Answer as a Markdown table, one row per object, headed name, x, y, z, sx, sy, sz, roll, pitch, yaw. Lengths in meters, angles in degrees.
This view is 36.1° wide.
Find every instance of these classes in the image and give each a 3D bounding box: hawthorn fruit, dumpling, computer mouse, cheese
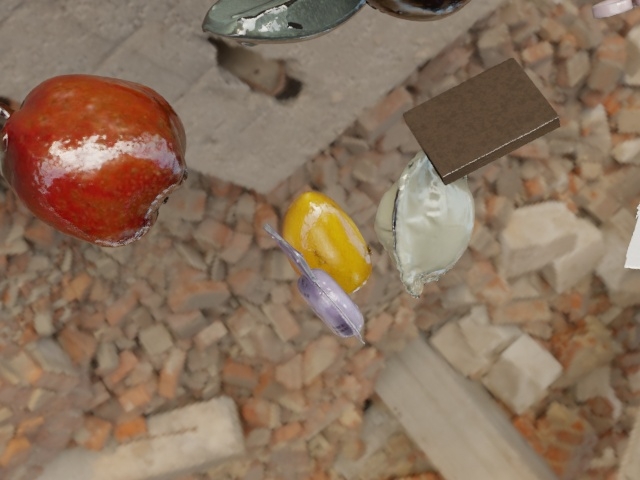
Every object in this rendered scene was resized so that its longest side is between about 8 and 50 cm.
| name | x | y | z | sx | sy | sz | roll | pitch | yaw |
| --- | --- | --- | --- | --- | --- | --- | --- | --- | --- |
| hawthorn fruit | -0.247 | -0.092 | 1.028 | 0.202 | 0.185 | 0.185 | 24 | 118 | -20 |
| dumpling | 0.142 | -0.034 | 1.421 | 0.172 | 0.142 | 0.247 | -10 | 108 | -63 |
| computer mouse | -0.035 | -0.417 | 1.736 | 0.374 | 0.203 | 0.114 | -31 | 127 | -18 |
| cheese | -0.001 | 0.059 | 1.175 | 0.042 | 0.105 | 0.191 | -42 | 126 | -6 |

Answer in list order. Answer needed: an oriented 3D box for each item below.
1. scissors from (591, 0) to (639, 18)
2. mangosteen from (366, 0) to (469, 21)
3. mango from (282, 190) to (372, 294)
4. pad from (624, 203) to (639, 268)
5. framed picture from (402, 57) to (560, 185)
| name | x | y | z | sx | sy | sz | roll | pitch | yaw |
| --- | --- | --- | --- | --- | --- | --- | --- | --- | --- |
| scissors | 0.474 | -0.368 | 1.468 | 0.118 | 0.030 | 0.242 | -12 | -164 | 24 |
| mangosteen | 0.151 | -0.491 | 1.540 | 0.287 | 0.233 | 0.287 | 15 | 90 | -69 |
| mango | 0.000 | 0.000 | 2.113 | 0.138 | 0.187 | 0.257 | -47 | 125 | -27 |
| pad | 0.517 | -0.021 | 1.258 | 0.232 | 0.004 | 0.156 | 3 | 122 | -1 |
| framed picture | 0.210 | -0.159 | 1.294 | 0.169 | 0.128 | 0.023 | -27 | 143 | 1 |
